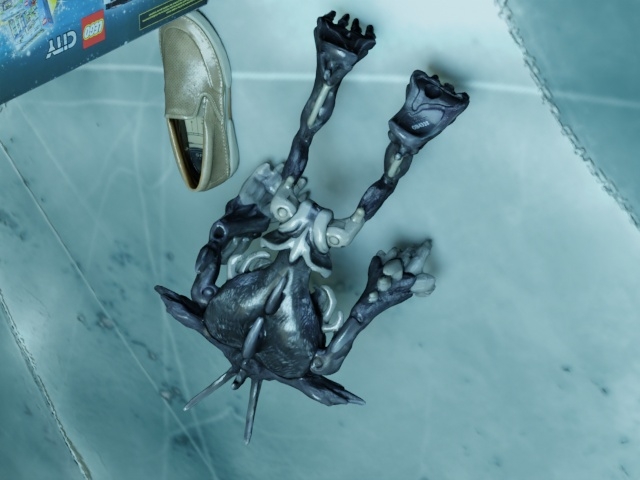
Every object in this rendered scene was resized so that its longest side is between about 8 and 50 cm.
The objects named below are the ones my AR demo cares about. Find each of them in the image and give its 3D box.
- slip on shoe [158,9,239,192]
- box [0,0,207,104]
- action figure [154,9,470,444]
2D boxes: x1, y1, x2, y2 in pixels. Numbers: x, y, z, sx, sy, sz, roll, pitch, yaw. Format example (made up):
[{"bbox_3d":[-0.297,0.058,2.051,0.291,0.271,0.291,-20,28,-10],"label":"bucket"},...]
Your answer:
[{"bbox_3d":[-0.093,-0.099,0.882,0.051,0.041,0.135,10,122,30],"label":"slip on shoe"},{"bbox_3d":[-0.157,-0.187,0.742,0.044,0.233,0.159,21,127,26],"label":"box"},{"bbox_3d":[0.000,0.000,0.818,0.164,0.141,0.275,32,115,12],"label":"action figure"}]
